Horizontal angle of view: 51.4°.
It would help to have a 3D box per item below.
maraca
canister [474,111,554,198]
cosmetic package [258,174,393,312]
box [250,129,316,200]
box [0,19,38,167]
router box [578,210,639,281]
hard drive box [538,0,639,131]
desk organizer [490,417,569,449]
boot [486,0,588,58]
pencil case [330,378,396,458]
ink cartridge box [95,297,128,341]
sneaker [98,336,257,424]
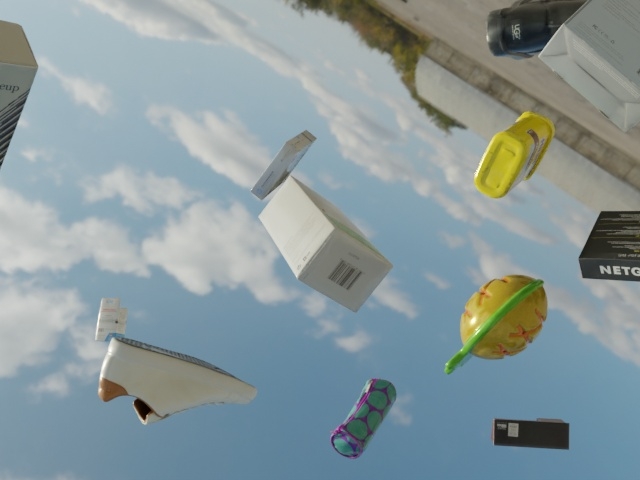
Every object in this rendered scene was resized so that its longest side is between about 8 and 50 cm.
[{"bbox_3d":[0.238,0.119,0.913,0.127,0.185,0.099,-7,-130,-51],"label":"maraca"},{"bbox_3d":[0.345,-0.151,1.183,0.073,0.126,0.170,32,-146,20],"label":"canister"},{"bbox_3d":[0.000,0.000,1.645,0.197,0.155,0.365,32,-169,-31],"label":"cosmetic package"},{"bbox_3d":[-0.083,-0.177,1.539,0.038,0.145,0.186,38,-158,-2],"label":"box"},{"bbox_3d":[-0.481,-0.163,0.892,0.113,0.275,0.094,-3,-128,-44],"label":"box"},{"bbox_3d":[0.509,0.007,1.029,0.179,0.046,0.133,2,-142,41],"label":"router box"},{"bbox_3d":[0.483,-0.310,1.014,0.181,0.232,0.089,45,162,7],"label":"hard drive box"},{"bbox_3d":[0.374,0.343,1.195,0.130,0.047,0.050,2,176,6],"label":"desk organizer"},{"bbox_3d":[0.652,-0.507,1.518,0.445,0.146,0.367,0,-157,33],"label":"boot"},{"bbox_3d":[0.078,0.314,1.191,0.151,0.064,0.070,-48,-66,-44],"label":"pencil case"},{"bbox_3d":[-0.402,0.154,1.286,0.048,0.083,0.028,-2,165,23],"label":"ink cartridge box"},{"bbox_3d":[-0.246,0.259,1.142,0.290,0.123,0.106,25,171,-34],"label":"sneaker"}]
